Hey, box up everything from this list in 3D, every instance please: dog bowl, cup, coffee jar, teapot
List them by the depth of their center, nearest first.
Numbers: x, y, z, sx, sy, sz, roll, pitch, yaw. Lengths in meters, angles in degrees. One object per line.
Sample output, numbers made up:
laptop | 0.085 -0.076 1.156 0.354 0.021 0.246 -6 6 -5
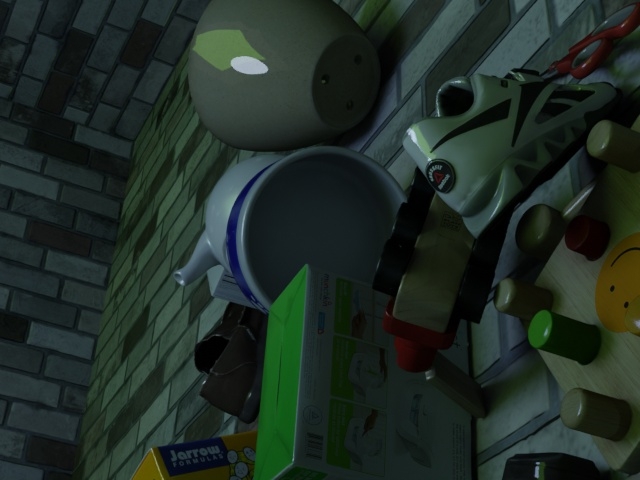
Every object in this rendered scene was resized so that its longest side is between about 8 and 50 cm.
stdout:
coffee jar | 0.210 0.294 0.984 0.096 0.079 0.184 -26 49 63
dog bowl | 0.000 0.000 1.503 0.104 0.265 0.264 174 113 -71
teapot | -0.077 -0.008 1.732 0.256 0.253 0.187 -58 14 33
cup | -0.034 -0.299 1.846 0.237 0.331 0.331 22 94 44

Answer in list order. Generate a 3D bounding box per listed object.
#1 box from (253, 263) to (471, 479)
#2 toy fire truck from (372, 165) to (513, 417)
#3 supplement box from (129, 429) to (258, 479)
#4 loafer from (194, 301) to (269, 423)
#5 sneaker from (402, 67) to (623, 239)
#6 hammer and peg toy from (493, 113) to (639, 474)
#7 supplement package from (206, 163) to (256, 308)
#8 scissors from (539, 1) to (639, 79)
box | 0.056 0.190 1.248 0.127 0.231 0.261 -49 31 48
toy fire truck | 0.146 0.068 1.175 0.246 0.159 0.217 99 -169 -45
supplement box | -0.106 0.448 1.320 0.195 0.194 0.356 -57 50 36
loafer | -0.164 0.193 1.923 0.366 0.130 0.133 -104 37 -69
sneaker | 0.202 -0.129 1.071 0.330 0.146 0.122 -31 -19 -50
hammer and peg toy | 0.279 0.006 0.977 0.265 0.127 0.361 -63 22 23
supplement package | -0.116 -0.004 1.969 0.203 0.149 0.194 -66 21 18
scissors | 0.303 -0.221 1.260 0.109 0.021 0.297 -50 6 -6
